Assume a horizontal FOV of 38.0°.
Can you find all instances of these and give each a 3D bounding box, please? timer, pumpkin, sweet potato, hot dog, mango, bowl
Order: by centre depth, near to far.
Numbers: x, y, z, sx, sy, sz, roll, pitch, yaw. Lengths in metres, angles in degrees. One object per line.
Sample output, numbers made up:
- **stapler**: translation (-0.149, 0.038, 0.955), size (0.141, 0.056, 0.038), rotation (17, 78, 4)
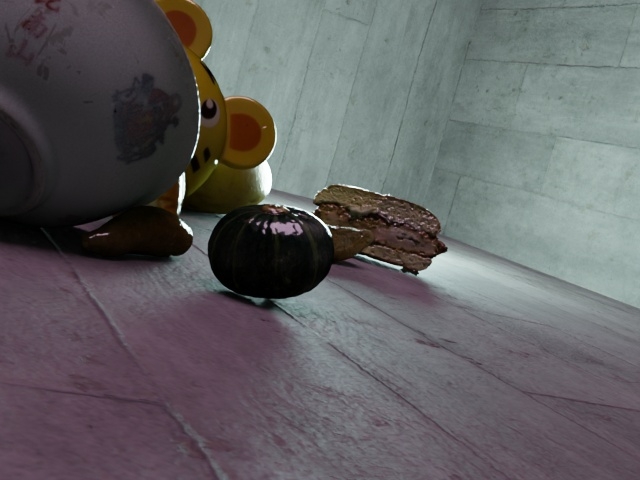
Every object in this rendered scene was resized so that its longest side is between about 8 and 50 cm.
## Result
- **bowl**: translation (-0.389, -0.156, 1.185), size (0.435, 0.435, 0.196), rotation (16, 41, 6)
- **pumpkin**: translation (-0.065, 0.015, 1.223), size (0.167, 0.125, 0.167), rotation (14, 4, -1)
- **sweet potato**: translation (-0.243, -0.013, 1.274), size (0.077, 0.077, 0.244), rotation (18, 4, 19)
- **timer**: translation (-0.309, -0.248, 1.748), size (0.387, 0.376, 0.376), rotation (-32, 25, -18)
- **hot dog**: translation (0.000, 0.000, 1.845), size (0.242, 0.073, 0.084), rotation (7, 6, -42)
- **mango**: translation (-0.273, -0.171, 2.115), size (0.301, 0.220, 0.445), rotation (19, -4, 25)

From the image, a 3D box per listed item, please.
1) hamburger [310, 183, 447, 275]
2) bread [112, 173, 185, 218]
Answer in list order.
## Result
- **hamburger**: translation (0.121, -0.027, 2.106), size (0.282, 0.155, 0.245), rotation (19, -3, -17)
- **bread**: translation (-0.277, -0.089, 1.486), size (0.121, 0.174, 0.245), rotation (-6, 10, -12)
